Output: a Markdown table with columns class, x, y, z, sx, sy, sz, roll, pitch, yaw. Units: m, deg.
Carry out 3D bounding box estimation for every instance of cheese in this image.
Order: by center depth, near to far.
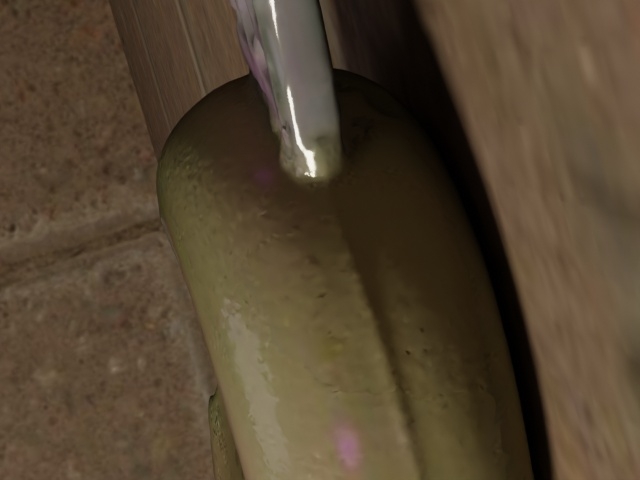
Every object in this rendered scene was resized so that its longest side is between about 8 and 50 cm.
| class | x | y | z | sx | sy | sz | roll | pitch | yaw |
| --- | --- | --- | --- | --- | --- | --- | --- | --- | --- |
| cheese | 0.000 | 0.000 | 0.418 | 0.163 | 0.082 | 0.286 | -120 | 17 | -56 |
